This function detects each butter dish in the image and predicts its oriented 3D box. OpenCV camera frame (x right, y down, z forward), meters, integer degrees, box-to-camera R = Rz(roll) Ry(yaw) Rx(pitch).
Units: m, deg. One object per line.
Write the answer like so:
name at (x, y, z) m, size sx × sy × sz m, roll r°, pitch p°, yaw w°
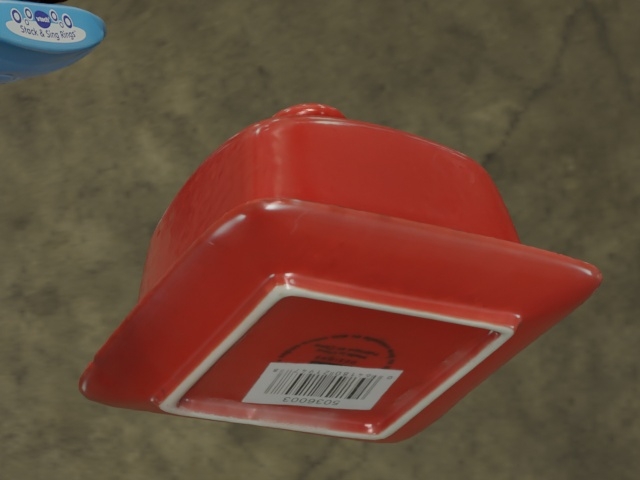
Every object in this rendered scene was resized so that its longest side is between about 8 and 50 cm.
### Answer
butter dish at (0.000, 0.000, 0.717) m, size 0.160 × 0.160 × 0.118 m, roll 10°, pitch 54°, yaw -28°

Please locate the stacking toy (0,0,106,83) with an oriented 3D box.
stacking toy at (-0.231, -0.229, 0.996) m, size 0.175 × 0.166 × 0.302 m, roll -6°, pitch 87°, yaw -64°
